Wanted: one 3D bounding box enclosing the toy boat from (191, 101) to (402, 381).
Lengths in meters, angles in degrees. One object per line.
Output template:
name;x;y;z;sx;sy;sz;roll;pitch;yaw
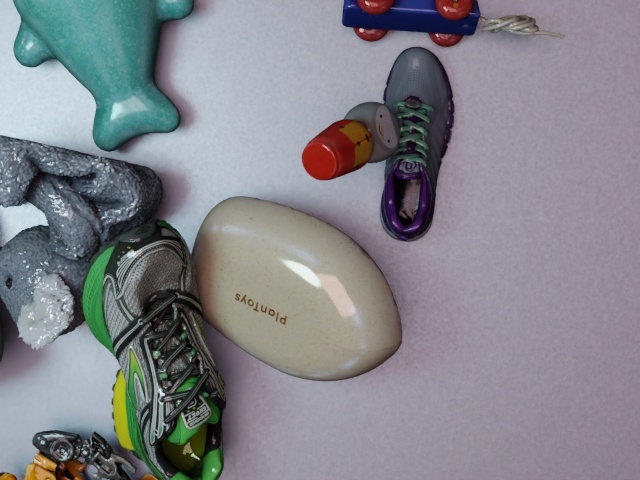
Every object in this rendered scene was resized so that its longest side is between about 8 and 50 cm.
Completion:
toy boat;0.000;0.000;1.739;0.267;0.148;0.318;30;121;18

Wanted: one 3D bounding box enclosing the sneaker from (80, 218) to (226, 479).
sneaker;-0.158;0.129;1.712;0.134;0.146;0.343;-27;128;-24

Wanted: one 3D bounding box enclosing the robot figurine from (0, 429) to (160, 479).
robot figurine;-0.249;0.346;1.827;0.291;0.085;0.211;30;94;0

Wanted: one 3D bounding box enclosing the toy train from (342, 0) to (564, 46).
toy train;0.152;-0.300;1.773;0.248;0.105;0.143;4;77;-1

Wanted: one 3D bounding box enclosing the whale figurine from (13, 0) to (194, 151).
whale figurine;-0.246;-0.239;1.766;0.216;0.141;0.272;-16;93;3

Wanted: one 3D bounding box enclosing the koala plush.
koala plush;-0.291;0.009;1.763;0.203;0.196;0.221;11;90;-8

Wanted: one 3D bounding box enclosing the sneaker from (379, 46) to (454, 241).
sneaker;0.110;-0.108;1.776;0.083;0.098;0.224;2;93;2

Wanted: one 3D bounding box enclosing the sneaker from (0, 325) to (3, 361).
sneaker;-0.459;0.058;1.810;0.178;0.124;0.295;-36;56;35
